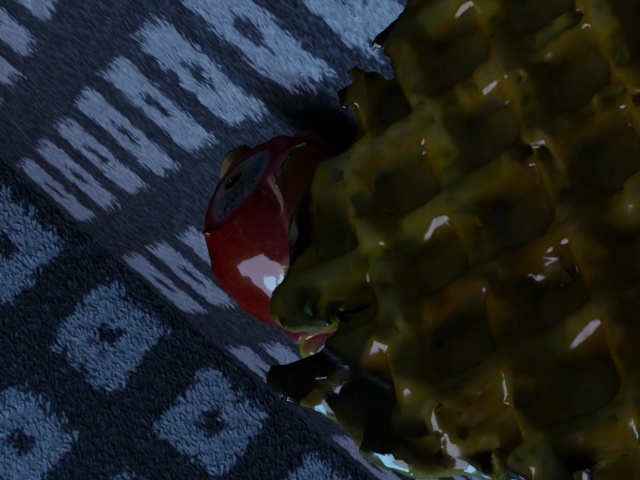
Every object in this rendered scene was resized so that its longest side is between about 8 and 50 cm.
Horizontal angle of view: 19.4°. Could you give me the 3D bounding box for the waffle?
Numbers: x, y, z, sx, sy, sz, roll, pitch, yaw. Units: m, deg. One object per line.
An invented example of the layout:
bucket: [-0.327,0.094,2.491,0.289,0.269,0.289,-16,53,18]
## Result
waffle: [0.154,-0.028,1.033,0.382,0.379,0.095,21,173,38]

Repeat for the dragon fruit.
dragon fruit: [-0.005,-0.002,1.905,0.227,0.224,0.224,45,166,-29]
